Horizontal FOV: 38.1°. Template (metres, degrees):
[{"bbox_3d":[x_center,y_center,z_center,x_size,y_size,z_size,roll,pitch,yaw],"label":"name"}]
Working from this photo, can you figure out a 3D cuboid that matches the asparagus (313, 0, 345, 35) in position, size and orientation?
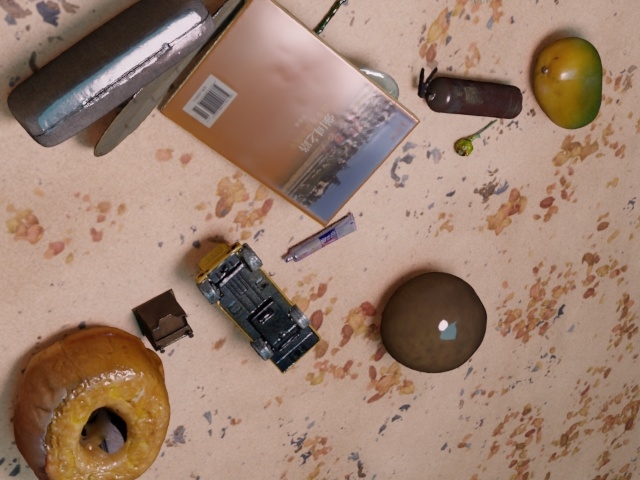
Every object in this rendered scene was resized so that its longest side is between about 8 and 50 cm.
[{"bbox_3d":[0.011,-0.383,1.604,0.016,0.016,0.163,38,95,-25],"label":"asparagus"}]

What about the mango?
[{"bbox_3d":[0.523,-0.324,1.950,0.156,0.114,0.251,-51,147,-10],"label":"mango"}]

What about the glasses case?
[{"bbox_3d":[-0.310,-0.264,1.374,0.323,0.131,0.074,-38,132,-9],"label":"glasses case"}]

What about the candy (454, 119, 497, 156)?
[{"bbox_3d":[0.328,-0.217,1.937,0.123,0.035,0.035,-40,123,-20],"label":"candy"}]

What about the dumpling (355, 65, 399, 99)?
[{"bbox_3d":[0.055,-0.245,1.671,0.149,0.105,0.217,-50,129,-12],"label":"dumpling"}]

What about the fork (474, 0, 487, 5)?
[{"bbox_3d":[0.298,-0.549,1.697,0.039,0.021,0.235,-22,128,-28],"label":"fork"}]

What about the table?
[{"bbox_3d":[-0.285,0.152,1.702,0.083,0.082,0.070,-27,130,-18],"label":"table"}]

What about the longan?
[{"bbox_3d":[0.246,0.184,2.019,0.248,0.248,0.248,-18,128,-25],"label":"longan"}]

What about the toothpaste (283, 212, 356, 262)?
[{"bbox_3d":[0.000,0.000,1.843,0.169,0.028,0.045,-29,125,-19],"label":"toothpaste"}]

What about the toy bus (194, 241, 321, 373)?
[{"bbox_3d":[-0.124,0.119,1.767,0.121,0.123,0.335,-41,134,-4],"label":"toy bus"}]

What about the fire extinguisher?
[{"bbox_3d":[0.287,-0.290,1.823,0.267,0.072,0.089,-1,128,-35],"label":"fire extinguisher"}]

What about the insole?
[{"bbox_3d":[-0.238,-0.261,1.464,0.348,0.009,0.119,-48,177,-4],"label":"insole"}]

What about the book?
[{"bbox_3d":[-0.046,-0.212,1.571,0.374,0.028,0.262,35,106,-27],"label":"book"}]

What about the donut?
[{"bbox_3d":[-0.409,0.314,1.677,0.299,0.150,0.317,-36,133,-6],"label":"donut"}]
